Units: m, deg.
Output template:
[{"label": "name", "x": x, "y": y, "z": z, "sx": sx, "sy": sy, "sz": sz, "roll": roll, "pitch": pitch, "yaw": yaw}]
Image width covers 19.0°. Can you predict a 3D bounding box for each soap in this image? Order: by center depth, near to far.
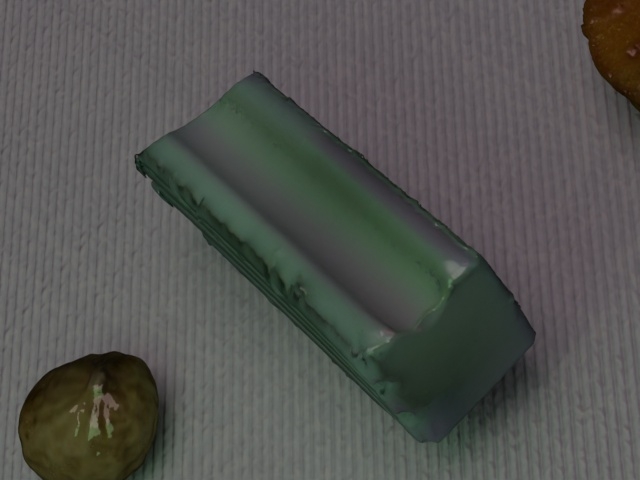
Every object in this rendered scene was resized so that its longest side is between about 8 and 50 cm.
[{"label": "soap", "x": 0.000, "y": 0.000, "z": 1.854, "sx": 0.156, "sy": 0.261, "sz": 0.446, "roll": -46, "pitch": 53, "yaw": -5}]

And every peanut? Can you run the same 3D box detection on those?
[{"label": "peanut", "x": -0.236, "y": 0.187, "z": 1.951, "sx": 0.159, "sy": 0.109, "sz": 0.140, "roll": -21, "pitch": 44, "yaw": 27}]

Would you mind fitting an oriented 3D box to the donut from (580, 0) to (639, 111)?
[{"label": "donut", "x": 0.417, "y": -0.214, "z": 1.885, "sx": 0.303, "sy": 0.110, "sz": 0.303, "roll": -12, "pitch": 56, "yaw": 19}]
